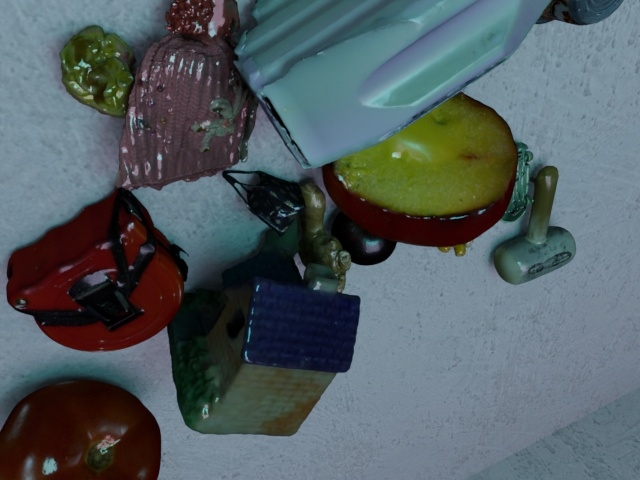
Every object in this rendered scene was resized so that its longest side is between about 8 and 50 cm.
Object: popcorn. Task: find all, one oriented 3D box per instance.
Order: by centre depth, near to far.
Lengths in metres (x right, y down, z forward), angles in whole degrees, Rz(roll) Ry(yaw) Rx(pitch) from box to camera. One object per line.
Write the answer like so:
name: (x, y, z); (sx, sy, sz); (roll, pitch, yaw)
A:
popcorn: (-0.285, -0.212, 0.681); (0.097, 0.089, 0.109); (-17, 130, 2)

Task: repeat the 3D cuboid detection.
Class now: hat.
hat: (-0.165, -0.203, 0.723); (0.237, 0.107, 0.286); (-26, 139, -51)

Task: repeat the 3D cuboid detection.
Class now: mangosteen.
mangosteen: (0.081, -0.005, 1.031); (0.140, 0.140, 0.140); (-15, 131, -18)

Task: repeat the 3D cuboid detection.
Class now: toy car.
toy car: (0.409, -0.125, 1.146); (0.094, 0.058, 0.186); (-19, 121, -13)

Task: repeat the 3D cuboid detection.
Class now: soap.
soap: (0.104, -0.300, 0.697); (0.446, 0.261, 0.156); (-34, 137, -1)

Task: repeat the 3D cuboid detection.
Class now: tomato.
tomato: (-0.456, 0.399, 0.971); (0.299, 0.298, 0.226); (19, 148, -38)

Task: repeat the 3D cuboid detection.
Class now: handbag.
handbag: (-0.104, -0.079, 0.884); (0.139, 0.115, 0.072); (26, 111, -22)

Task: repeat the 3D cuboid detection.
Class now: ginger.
ginger: (0.005, -0.003, 0.969); (0.059, 0.133, 0.214); (-22, 127, -29)

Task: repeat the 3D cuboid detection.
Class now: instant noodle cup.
instant noodle cup: (0.423, -0.430, 0.858); (0.178, 0.125, 0.208); (7, 122, -33)

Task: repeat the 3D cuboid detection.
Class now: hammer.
hammer: (0.517, -0.041, 1.249); (0.202, 0.113, 0.305); (-22, 128, -15)

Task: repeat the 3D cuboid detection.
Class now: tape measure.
tape measure: (-0.340, 0.064, 0.852); (0.253, 0.114, 0.260); (-31, 134, -2)

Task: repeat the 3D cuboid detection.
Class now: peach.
peach: (0.155, -0.128, 0.869); (0.339, 0.281, 0.281); (20, 115, -38)

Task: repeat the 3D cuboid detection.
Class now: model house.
model house: (-0.094, 0.124, 0.898); (0.245, 0.312, 0.280); (16, 118, -30)

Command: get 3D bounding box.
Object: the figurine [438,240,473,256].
figurine: (0.295, -0.058, 1.106); (0.157, 0.131, 0.246); (14, 146, 10)
